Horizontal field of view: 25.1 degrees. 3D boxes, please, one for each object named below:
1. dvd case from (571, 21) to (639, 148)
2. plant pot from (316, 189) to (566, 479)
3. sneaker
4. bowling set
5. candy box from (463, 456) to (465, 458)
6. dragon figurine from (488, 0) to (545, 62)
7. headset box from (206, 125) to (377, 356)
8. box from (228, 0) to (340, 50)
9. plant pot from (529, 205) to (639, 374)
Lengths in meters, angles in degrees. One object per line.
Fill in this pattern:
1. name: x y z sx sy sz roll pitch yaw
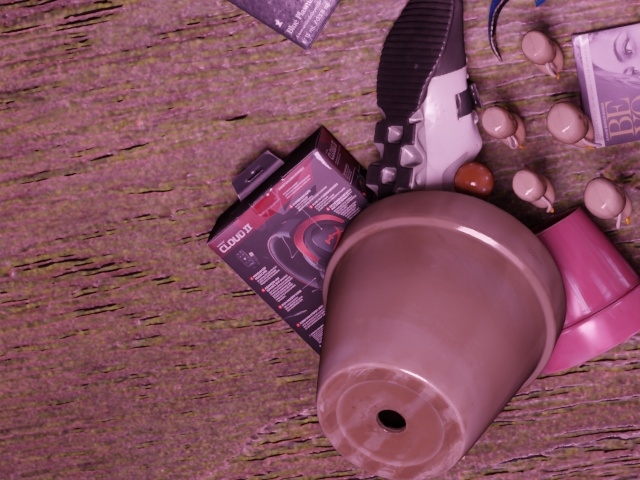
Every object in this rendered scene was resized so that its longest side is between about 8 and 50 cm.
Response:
1. dvd case: 0.462 -0.221 1.945 0.221 0.018 0.164 -10 111 9
2. plant pot: 0.129 0.142 1.818 0.323 0.280 0.323 11 128 14
3. sneaker: 0.158 -0.179 1.947 0.146 0.122 0.331 6 98 -37
4. bowling set: 0.276 -0.124 1.912 0.200 0.154 0.287 -22 80 19
5. candy box: 0.132 0.259 2.155 0.186 0.053 0.109 7 113 1
6. dragon figurine: 0.266 -0.358 1.839 0.085 0.144 0.289 26 112 -5
7. headset box: 0.000 0.000 2.029 0.218 0.110 0.293 -41 103 19
8. box: -0.038 -0.363 1.895 0.158 0.093 0.156 31 112 -6
9. plant pot: 0.347 0.061 1.988 0.201 0.201 0.180 -29 92 16
